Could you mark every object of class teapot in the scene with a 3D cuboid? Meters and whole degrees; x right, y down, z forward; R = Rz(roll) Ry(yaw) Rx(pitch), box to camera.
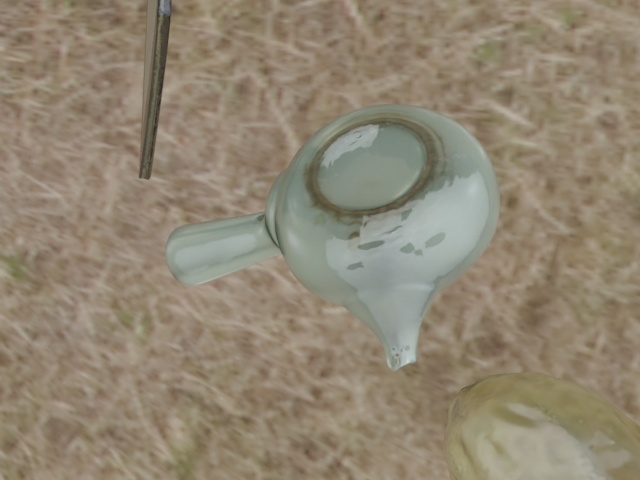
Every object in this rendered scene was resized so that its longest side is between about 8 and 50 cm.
[{"bbox_3d":[0.016,-0.028,1.668,0.220,0.318,0.149,-50,140,-24],"label":"teapot"}]

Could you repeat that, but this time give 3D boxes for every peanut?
[{"bbox_3d":[0.162,0.162,0.947,0.123,0.123,0.257,-41,68,-14],"label":"peanut"}]

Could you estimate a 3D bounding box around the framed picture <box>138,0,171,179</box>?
[{"bbox_3d":[-0.142,-0.236,1.595,0.016,0.347,0.265,3,68,-6],"label":"framed picture"}]
